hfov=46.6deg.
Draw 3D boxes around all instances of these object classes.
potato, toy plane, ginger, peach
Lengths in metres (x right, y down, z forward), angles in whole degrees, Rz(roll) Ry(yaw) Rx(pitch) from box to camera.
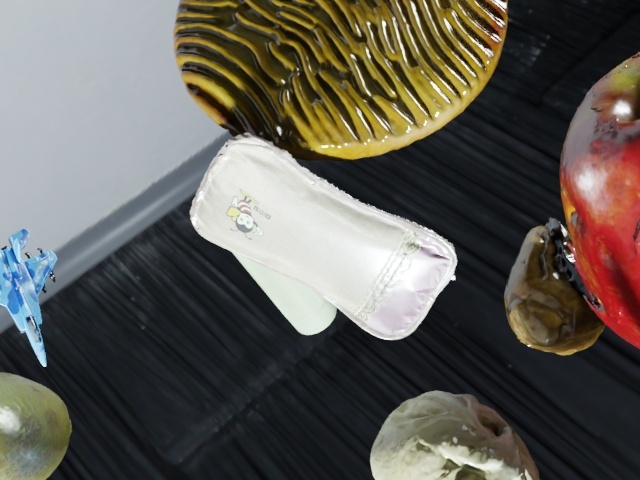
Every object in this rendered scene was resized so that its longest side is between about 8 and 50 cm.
[{"bbox_3d":[-0.406,0.246,0.942,0.159,0.174,0.251,-42,168,1],"label":"potato"},{"bbox_3d":[-0.527,0.105,1.304,0.169,0.078,0.246,-20,93,-36],"label":"toy plane"},{"bbox_3d":[0.487,0.112,1.579,0.223,0.269,0.200,-39,148,16],"label":"ginger"},{"bbox_3d":[0.456,-0.033,0.839,0.416,0.353,0.339,44,43,-29],"label":"peach"}]

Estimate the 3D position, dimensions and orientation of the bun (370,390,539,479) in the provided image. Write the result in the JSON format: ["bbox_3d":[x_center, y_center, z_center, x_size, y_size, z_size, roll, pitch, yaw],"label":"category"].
[{"bbox_3d":[0.165,0.253,0.846,0.178,0.193,0.127,5,115,-52],"label":"bun"}]

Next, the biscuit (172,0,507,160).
[{"bbox_3d":[0.014,-0.212,0.698,0.318,0.318,0.040,-43,154,-15],"label":"biscuit"}]

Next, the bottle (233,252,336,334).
[{"bbox_3d":[-0.051,0.040,0.985,0.072,0.072,0.201,-45,129,-13],"label":"bottle"}]

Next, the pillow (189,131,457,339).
[{"bbox_3d":[0.000,0.000,0.646,0.130,0.233,0.038,-60,-178,39],"label":"pillow"}]
